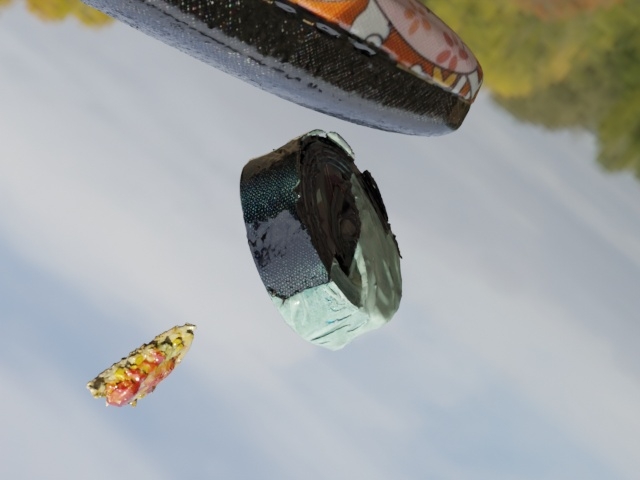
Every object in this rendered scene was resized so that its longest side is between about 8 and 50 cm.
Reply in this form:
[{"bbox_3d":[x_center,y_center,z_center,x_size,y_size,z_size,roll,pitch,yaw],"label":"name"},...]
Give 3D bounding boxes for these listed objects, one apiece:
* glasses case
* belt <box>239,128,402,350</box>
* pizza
[{"bbox_3d":[-0.044,-0.106,0.744,0.266,0.067,0.103,24,-178,-40],"label":"glasses case"},{"bbox_3d":[0.000,0.000,1.189,0.105,0.058,0.140,17,-127,-52],"label":"belt"},{"bbox_3d":[-0.143,0.114,1.525,0.029,0.100,0.099,55,160,16],"label":"pizza"}]
